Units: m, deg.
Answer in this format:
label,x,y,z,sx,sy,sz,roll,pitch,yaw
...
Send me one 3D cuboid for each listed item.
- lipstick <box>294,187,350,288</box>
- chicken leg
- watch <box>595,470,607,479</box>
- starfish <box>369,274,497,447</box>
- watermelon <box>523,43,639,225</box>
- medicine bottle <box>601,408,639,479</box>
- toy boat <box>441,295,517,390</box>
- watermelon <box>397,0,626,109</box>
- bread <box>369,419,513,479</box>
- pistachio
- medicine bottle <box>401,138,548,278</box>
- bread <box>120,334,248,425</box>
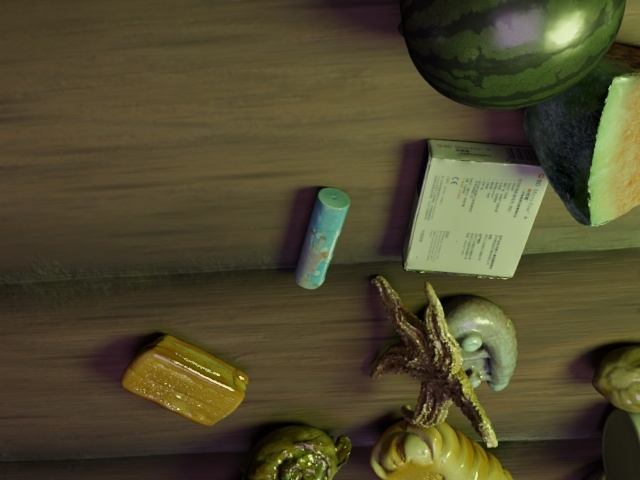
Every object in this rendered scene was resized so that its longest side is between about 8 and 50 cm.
label,x,y,z,sx,sy,sz,roll,pitch,yaw
lipstick,0.000,0.000,0.941,0.048,0.048,0.158,10,130,-9
chicken leg,-0.114,0.498,1.310,0.153,0.201,0.429,42,130,4
watch,0.663,0.554,1.346,0.248,0.211,0.217,-4,149,14
starfish,0.160,0.181,1.022,0.060,0.299,0.302,-25,114,-25
watermelon,0.381,-0.140,0.777,0.257,0.140,0.193,-12,133,-15
medicine bottle,0.701,0.388,1.165,0.340,0.208,0.208,1,130,0
toy boat,0.247,0.189,1.078,0.155,0.085,0.227,-8,130,8
watermelon,0.180,-0.230,0.642,0.212,0.212,0.212,0,130,0
bread,0.241,0.439,1.267,0.173,0.121,0.311,-33,123,29
pistachio,0.550,0.231,1.103,0.185,0.108,0.126,-4,154,-6
medicine bottle,0.211,-0.036,0.907,0.171,0.052,0.201,3,130,-2
bread,-0.230,0.237,1.126,0.200,0.077,0.116,32,125,-22
